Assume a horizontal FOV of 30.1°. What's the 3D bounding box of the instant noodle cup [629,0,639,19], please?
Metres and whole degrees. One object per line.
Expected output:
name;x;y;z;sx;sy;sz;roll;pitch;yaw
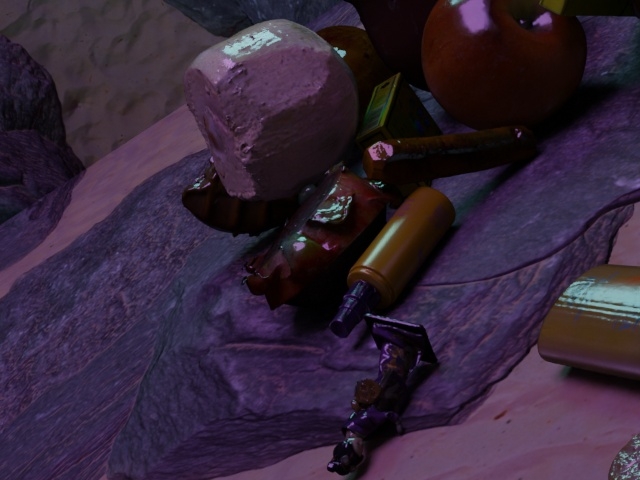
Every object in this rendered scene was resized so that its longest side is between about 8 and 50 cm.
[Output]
instant noodle cup;0.556;-0.362;1.722;0.168;0.168;0.185;-35;26;5

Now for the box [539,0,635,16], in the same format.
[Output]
box;0.460;-0.431;1.806;0.335;0.047;0.187;-13;-47;-52

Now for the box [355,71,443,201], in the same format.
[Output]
box;0.136;-0.175;2.007;0.064;0.141;0.220;-28;22;28

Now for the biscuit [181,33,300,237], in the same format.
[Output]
biscuit;-0.091;-0.179;2.182;0.115;0.268;0.366;-109;33;-84

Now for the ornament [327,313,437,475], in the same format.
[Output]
ornament;0.071;0.192;1.404;0.081;0.088;0.203;3;51;26

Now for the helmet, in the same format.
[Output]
helmet;0.234;-0.370;2.100;0.385;0.230;0.337;-15;5;-25

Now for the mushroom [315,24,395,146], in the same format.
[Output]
mushroom;0.057;-0.315;2.343;0.263;0.195;0.283;31;38;28

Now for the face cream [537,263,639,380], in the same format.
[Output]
face cream;0.344;0.083;1.173;0.139;0.067;0.285;-46;22;-19

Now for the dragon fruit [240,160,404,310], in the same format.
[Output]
dragon fruit;0.000;0.000;1.803;0.268;0.130;0.295;-47;10;28

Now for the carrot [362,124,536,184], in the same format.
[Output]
carrot;0.193;-0.130;1.772;0.260;0.070;0.070;-10;16;-12

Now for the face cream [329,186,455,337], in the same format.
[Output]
face cream;0.096;0.035;1.690;0.078;0.078;0.273;-12;31;50

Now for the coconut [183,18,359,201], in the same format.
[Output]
coconut;-0.069;-0.223;1.981;0.254;0.297;0.297;-22;15;-18

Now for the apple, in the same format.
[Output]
apple;0.285;-0.294;1.844;0.253;0.253;0.253;-32;20;13

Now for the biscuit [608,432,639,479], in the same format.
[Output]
biscuit;0.308;0.197;1.054;0.120;0.015;0.120;-32;19;13
